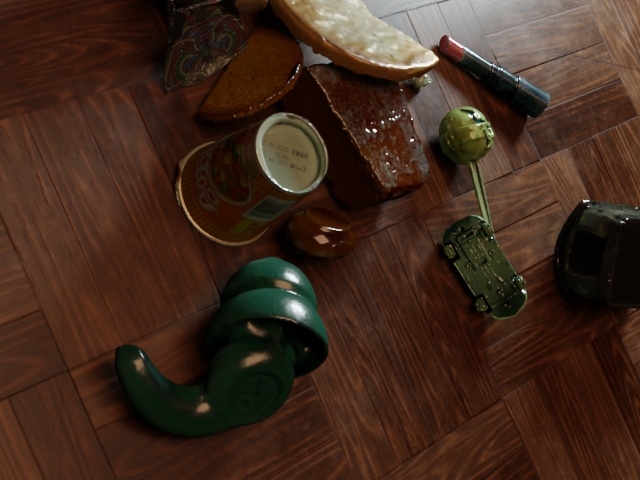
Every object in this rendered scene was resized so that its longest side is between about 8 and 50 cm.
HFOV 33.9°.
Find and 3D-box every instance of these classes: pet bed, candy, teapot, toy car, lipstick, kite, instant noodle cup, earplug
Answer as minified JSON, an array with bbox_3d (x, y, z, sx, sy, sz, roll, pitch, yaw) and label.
[{"bbox_3d":[0.528,0.024,1.883,0.211,0.159,0.183,3,99,-33],"label":"pet bed"},{"bbox_3d":[0.273,-0.061,1.781,0.093,0.092,0.336,-12,90,-74],"label":"candy"},{"bbox_3d":[0.000,0.000,1.564,0.098,0.078,0.129,40,27,31],"label":"teapot"},{"bbox_3d":[0.270,0.046,1.740,0.093,0.058,0.186,-32,97,7],"label":"toy car"},{"bbox_3d":[0.311,-0.302,1.892,0.234,0.053,0.053,30,60,-22],"label":"lipstick"},{"bbox_3d":[-0.170,-0.333,1.448,0.152,0.285,0.015,-36,56,-24],"label":"kite"},{"bbox_3d":[-0.087,-0.093,1.457,0.168,0.185,0.168,12,68,-32],"label":"instant noodle cup"},{"bbox_3d":[-0.117,0.136,1.409,0.257,0.164,0.280,8,51,6],"label":"earplug"}]

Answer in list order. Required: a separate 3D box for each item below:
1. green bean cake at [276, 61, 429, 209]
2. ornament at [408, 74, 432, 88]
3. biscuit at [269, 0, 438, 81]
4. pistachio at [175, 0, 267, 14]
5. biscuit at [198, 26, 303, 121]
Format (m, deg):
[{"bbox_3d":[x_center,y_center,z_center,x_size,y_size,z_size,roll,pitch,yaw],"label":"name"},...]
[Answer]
[{"bbox_3d":[0.053,-0.164,1.635,0.198,0.097,0.233,-19,86,-39],"label":"green bean cake"},{"bbox_3d":[0.149,-0.298,1.782,0.068,0.041,0.092,-23,98,-18],"label":"ornament"},{"bbox_3d":[0.025,-0.341,1.635,0.309,0.040,0.204,42,39,11],"label":"biscuit"},{"bbox_3d":[-0.167,-0.397,1.529,0.215,0.144,0.144,19,63,-49],"label":"pistachio"},{"bbox_3d":[-0.089,-0.242,1.553,0.206,0.126,0.025,-62,149,-33],"label":"biscuit"}]
